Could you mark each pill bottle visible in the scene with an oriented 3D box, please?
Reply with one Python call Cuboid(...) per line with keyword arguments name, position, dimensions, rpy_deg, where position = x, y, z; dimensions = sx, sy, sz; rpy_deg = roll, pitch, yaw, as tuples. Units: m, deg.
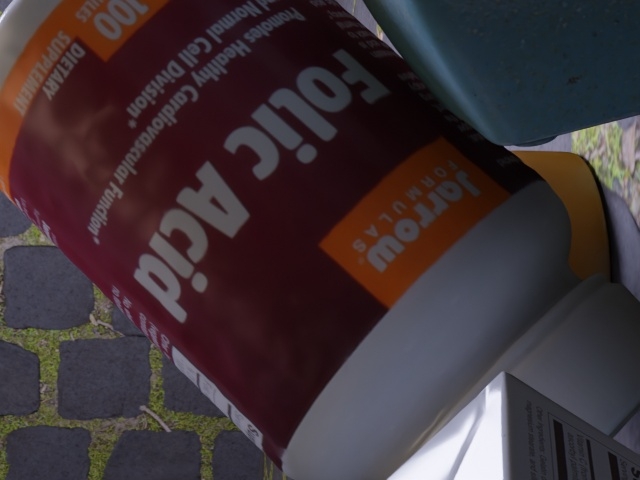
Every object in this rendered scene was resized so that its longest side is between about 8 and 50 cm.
Cuboid(name="pill bottle", position=(0.000, 0.000, 0.827), dimensions=(0.392, 0.224, 0.224), rpy_deg=(42, 165, 14))

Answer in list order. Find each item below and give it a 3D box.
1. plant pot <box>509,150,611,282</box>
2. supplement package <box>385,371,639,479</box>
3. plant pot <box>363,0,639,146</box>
Cuboid(name="plant pot", position=(0.083, 0.036, 1.015), dimensions=(0.205, 0.188, 0.205), rpy_deg=(-178, 90, -83))
Cuboid(name="supplement package", position=(0.049, 0.215, 0.426), dimensions=(0.204, 0.145, 0.262), rpy_deg=(-48, 19, 31))
Cuboid(name="plant pot", position=(0.117, -0.188, 0.686), dimensions=(0.248, 0.247, 0.252), rpy_deg=(-116, 11, -75))
